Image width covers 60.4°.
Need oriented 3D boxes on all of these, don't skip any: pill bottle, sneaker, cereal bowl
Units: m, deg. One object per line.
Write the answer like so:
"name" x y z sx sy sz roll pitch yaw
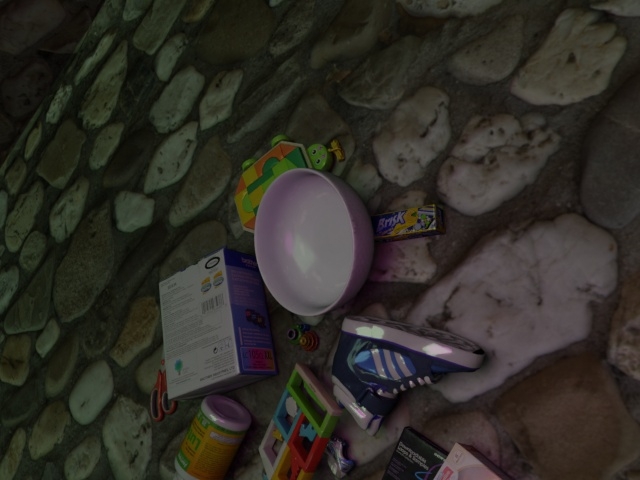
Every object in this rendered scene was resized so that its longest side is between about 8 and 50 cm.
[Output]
"pill bottle" -0.285 0.532 1.394 0.136 0.136 0.246 30 96 38
"sneaker" 0.167 0.298 1.139 0.322 0.130 0.237 9 93 34
"cereal bowl" 0.000 0.000 1.295 0.338 0.141 0.340 7 100 45
"sneaker" 0.033 0.461 1.237 0.058 0.052 0.135 -40 59 6

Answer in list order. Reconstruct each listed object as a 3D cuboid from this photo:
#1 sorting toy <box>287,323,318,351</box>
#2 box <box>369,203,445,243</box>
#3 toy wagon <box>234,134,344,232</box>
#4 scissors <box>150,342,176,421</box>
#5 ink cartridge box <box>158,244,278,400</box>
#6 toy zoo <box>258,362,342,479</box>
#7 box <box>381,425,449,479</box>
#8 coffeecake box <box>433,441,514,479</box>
"sorting toy" -0.051 0.235 1.359 0.101 0.042 0.061 16 87 39
"box" 0.192 -0.035 1.241 0.168 0.054 0.059 -9 73 34
"toy wagon" -0.089 -0.161 1.479 0.344 0.068 0.267 -35 60 25
"scissors" -0.479 0.386 1.654 0.108 0.021 0.298 -24 66 32
"ink cartridge box" -0.286 0.199 1.477 0.269 0.151 0.396 -25 65 29
"toy zoo" -0.062 0.459 1.267 0.192 0.030 0.294 37 107 56
"box" 0.190 0.481 1.120 0.116 0.029 0.162 24 92 38
"coffeecake box" 0.293 0.484 0.993 0.185 0.068 0.142 32 92 47
